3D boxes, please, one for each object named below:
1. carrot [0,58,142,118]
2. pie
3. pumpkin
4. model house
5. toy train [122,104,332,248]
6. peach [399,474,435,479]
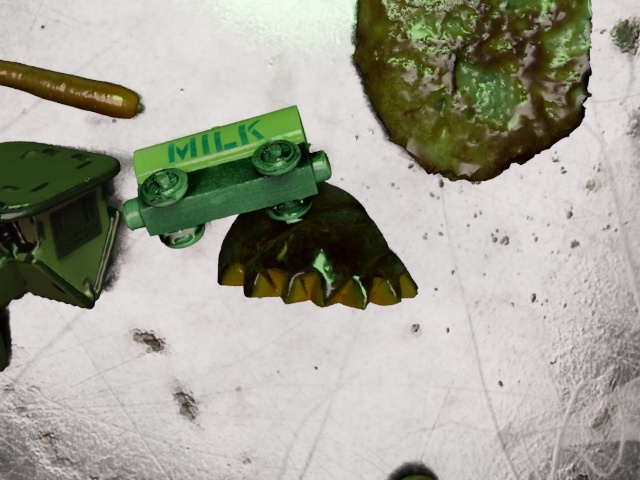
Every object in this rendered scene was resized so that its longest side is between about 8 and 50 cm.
[{"bbox_3d":[-0.339,-0.192,1.620,0.248,0.043,0.043,14,95,0],"label":"carrot"},{"bbox_3d":[0.183,-0.249,1.596,0.289,0.103,0.354,-1,99,-2],"label":"pie"},{"bbox_3d":[0.000,0.000,1.600,0.254,0.130,0.149,3,95,0],"label":"pumpkin"},{"bbox_3d":[-0.348,0.041,1.574,0.218,0.205,0.278,10,118,34],"label":"model house"},{"bbox_3d":[-0.117,-0.085,1.589,0.253,0.157,0.105,-16,133,3],"label":"toy train"},{"bbox_3d":[0.123,0.337,1.658,0.083,0.083,0.083,0,95,-1],"label":"peach"}]
